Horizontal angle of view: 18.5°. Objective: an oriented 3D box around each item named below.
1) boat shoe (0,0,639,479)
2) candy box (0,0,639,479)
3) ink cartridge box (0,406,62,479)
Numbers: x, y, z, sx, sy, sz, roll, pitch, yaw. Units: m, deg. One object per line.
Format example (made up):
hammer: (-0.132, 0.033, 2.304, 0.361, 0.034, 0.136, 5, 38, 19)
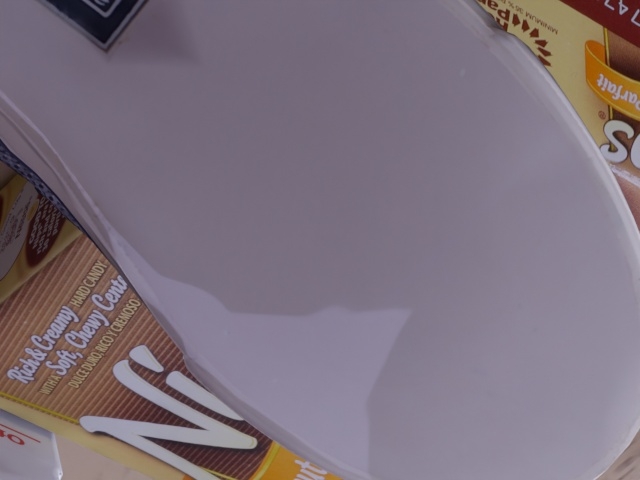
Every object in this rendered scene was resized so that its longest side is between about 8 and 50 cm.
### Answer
boat shoe: (-0.044, -0.072, 0.550, 0.127, 0.158, 0.340, -43, 105, 11)
candy box: (0.000, 0.000, 0.745, 0.183, 0.087, 0.316, 28, 143, -22)
ink cartridge box: (-0.173, 0.080, 0.838, 0.104, 0.180, 0.060, 27, 102, -20)
